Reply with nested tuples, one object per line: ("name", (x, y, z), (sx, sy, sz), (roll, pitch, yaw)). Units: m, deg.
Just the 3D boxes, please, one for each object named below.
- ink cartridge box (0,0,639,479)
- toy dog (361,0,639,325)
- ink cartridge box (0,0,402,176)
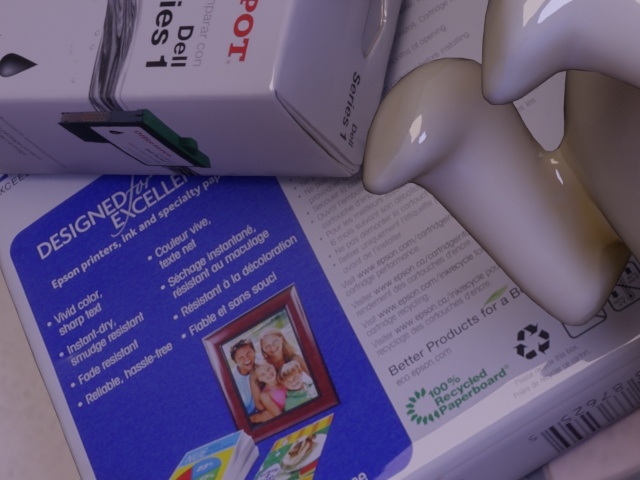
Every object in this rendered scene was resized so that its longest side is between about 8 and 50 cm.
("ink cartridge box", (0.000, 0.000, 0.846), (0.304, 0.072, 0.307), (-33, 55, 9))
("toy dog", (0.209, -0.082, 0.604), (0.395, 0.284, 0.408), (-24, 79, -7))
("ink cartridge box", (-0.078, -0.119, 0.845), (0.219, 0.092, 0.160), (1, 68, 28))
